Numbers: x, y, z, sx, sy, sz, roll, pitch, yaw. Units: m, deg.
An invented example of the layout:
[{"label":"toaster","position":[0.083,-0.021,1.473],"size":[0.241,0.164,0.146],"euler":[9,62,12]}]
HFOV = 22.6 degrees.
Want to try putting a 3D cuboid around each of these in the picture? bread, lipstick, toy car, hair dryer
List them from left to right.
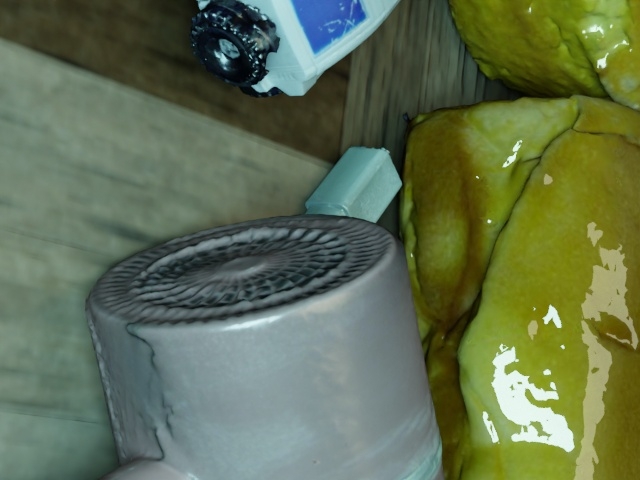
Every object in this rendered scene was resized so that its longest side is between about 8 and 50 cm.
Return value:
[{"label":"hair dryer","position":[-0.088,0.144,0.565],"size":[0.352,0.125,0.210],"euler":[-26,114,-41]},{"label":"lipstick","position":[0.000,0.000,0.741],"size":[0.107,0.025,0.025],"euler":[-54,132,-33]},{"label":"toy car","position":[0.000,-0.128,0.698],"size":[0.171,0.070,0.080],"euler":[-55,133,-40]},{"label":"bread","position":[0.114,0.101,0.797],"size":[0.195,0.149,0.344],"euler":[20,75,-54]},{"label":"bread","position":[0.172,-0.182,0.881],"size":[0.268,0.145,0.268],"euler":[-12,104,-54]}]
